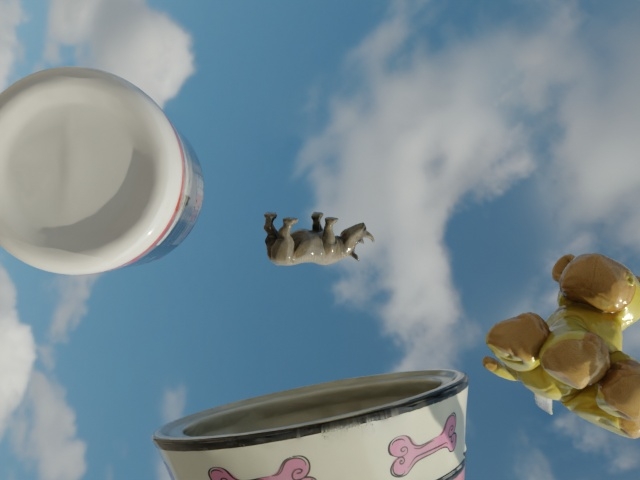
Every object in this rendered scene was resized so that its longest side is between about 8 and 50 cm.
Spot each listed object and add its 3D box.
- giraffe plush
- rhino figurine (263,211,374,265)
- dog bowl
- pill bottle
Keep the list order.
[{"bbox_3d":[0.285,0.090,0.754,0.181,0.210,0.170,30,-103,12],"label":"giraffe plush"},{"bbox_3d":[0.000,0.000,1.436,0.073,0.243,0.106,-145,-122,-59],"label":"rhino figurine"},{"bbox_3d":[0.001,0.277,0.920,0.408,0.408,0.150,-16,-97,46],"label":"dog bowl"},{"bbox_3d":[-0.252,-0.069,0.870,0.363,0.210,0.210,177,-77,-87],"label":"pill bottle"}]
